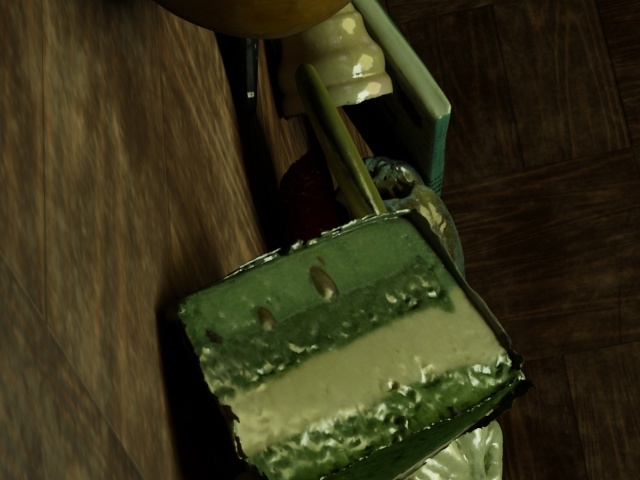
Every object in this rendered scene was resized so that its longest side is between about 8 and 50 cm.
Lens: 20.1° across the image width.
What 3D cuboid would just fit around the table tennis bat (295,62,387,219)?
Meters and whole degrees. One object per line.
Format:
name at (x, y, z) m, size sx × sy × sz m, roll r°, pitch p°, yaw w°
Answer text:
table tennis bat at (0.058, -0.002, 1.625) m, size 0.369 × 0.054 × 0.224 m, roll 61°, pitch 5°, yaw -36°

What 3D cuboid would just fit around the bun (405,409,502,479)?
bun at (0.104, 0.214, 1.801) m, size 0.259 × 0.160 × 0.259 m, roll -14°, pitch 90°, yaw -85°

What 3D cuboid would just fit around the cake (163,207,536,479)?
cake at (-0.023, 0.106, 1.170) m, size 0.283 × 0.172 × 0.158 m, roll -18°, pitch 70°, yaw -54°

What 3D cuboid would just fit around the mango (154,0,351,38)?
mango at (-0.047, -0.228, 1.101) m, size 0.384 × 0.199 × 0.221 m, roll 132°, pitch -58°, yaw -82°

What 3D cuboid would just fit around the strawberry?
strawberry at (0.000, 0.000, 1.608) m, size 0.146 × 0.082 × 0.187 m, roll 78°, pitch -3°, yaw -66°

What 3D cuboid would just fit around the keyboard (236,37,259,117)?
keyboard at (-0.064, -0.209, 1.602) m, size 0.262 × 0.016 × 0.106 m, roll -91°, pitch 178°, yaw -56°

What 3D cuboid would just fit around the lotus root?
lotus root at (0.087, 0.052, 2.042) m, size 0.158 × 0.140 × 0.322 m, roll 48°, pitch -21°, yaw 48°

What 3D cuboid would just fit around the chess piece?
chess piece at (-0.029, -0.325, 1.802) m, size 0.117 × 0.117 × 0.397 m, roll -58°, pitch 135°, yaw -81°

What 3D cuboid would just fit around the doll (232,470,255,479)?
doll at (-0.026, 0.196, 1.113) m, size 0.113 × 0.071 × 0.135 m, roll -107°, pitch 178°, yaw -66°

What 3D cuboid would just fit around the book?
book at (0.061, -0.177, 2.029) m, size 0.264 × 0.031 × 0.379 m, roll 57°, pitch -8°, yaw 15°
